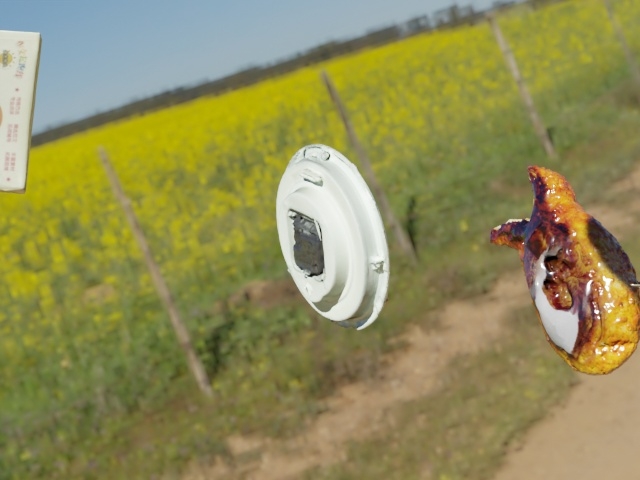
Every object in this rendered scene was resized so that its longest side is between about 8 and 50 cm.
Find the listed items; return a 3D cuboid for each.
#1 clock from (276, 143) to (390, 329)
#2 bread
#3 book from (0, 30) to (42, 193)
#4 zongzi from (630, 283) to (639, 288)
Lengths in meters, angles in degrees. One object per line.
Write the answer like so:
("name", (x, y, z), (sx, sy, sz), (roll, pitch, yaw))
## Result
("clock", (0.000, 0.000, 1.786), (0.053, 0.236, 0.236), (-15, 4, -31))
("bread", (0.286, 0.034, 1.657), (0.095, 0.268, 0.139), (12, -52, -30))
("book", (-0.387, -0.127, 1.385), (0.232, 0.162, 0.022), (3, -15, -1))
("zongzi", (0.349, 0.053, 1.211), (0.081, 0.189, 0.178), (-18, -35, -17))
